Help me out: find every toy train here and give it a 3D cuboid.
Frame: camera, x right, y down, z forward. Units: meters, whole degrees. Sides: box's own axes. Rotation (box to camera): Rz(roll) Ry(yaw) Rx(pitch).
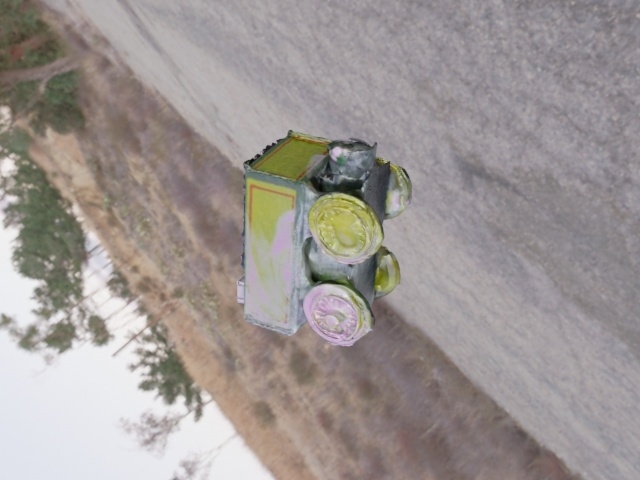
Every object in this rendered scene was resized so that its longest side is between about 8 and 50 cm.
[{"bbox_3d":[0.000,0.000,0.827,0.177,0.134,0.260,15,122,17],"label":"toy train"}]
